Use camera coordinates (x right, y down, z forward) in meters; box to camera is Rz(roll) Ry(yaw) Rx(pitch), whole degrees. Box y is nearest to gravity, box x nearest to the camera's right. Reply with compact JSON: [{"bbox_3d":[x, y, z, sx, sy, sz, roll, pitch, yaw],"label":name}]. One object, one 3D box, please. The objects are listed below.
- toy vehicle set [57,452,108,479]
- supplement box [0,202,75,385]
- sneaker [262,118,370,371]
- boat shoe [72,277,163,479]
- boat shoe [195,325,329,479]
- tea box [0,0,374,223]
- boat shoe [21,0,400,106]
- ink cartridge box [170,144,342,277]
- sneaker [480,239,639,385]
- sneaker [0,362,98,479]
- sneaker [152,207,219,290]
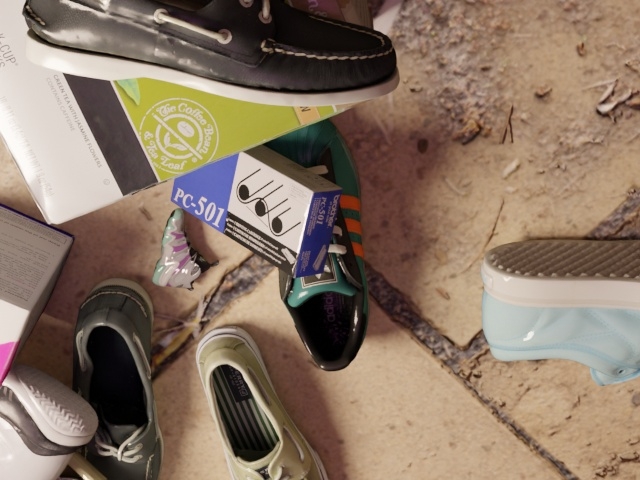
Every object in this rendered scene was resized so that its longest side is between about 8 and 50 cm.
[{"bbox_3d":[-0.376,0.270,1.571,0.267,0.035,0.166,41,95,8],"label":"toy vehicle set"},{"bbox_3d":[-0.351,0.056,1.453,0.114,0.220,0.111,24,109,-8],"label":"supplement box"},{"bbox_3d":[0.000,0.000,1.479,0.108,0.121,0.302,-12,110,5],"label":"sneaker"},{"bbox_3d":[-0.242,0.206,1.573,0.116,0.099,0.320,4,111,-1],"label":"boat shoe"},{"bbox_3d":[-0.072,0.245,1.588,0.109,0.094,0.302,-22,109,9],"label":"boat shoe"},{"bbox_3d":[-0.129,-0.212,1.289,0.323,0.329,0.220,-22,109,9],"label":"tea box"},{"bbox_3d":[-0.084,-0.170,1.069,0.302,0.114,0.091,5,116,-2],"label":"boat shoe"},{"bbox_3d":[-0.071,-0.047,1.433,0.046,0.207,0.097,-9,120,-44],"label":"ink cartridge box"},{"bbox_3d":[0.358,0.087,1.514,0.365,0.135,0.150,5,119,8],"label":"sneaker"},{"bbox_3d":[-0.444,0.197,1.493,0.365,0.137,0.210,27,90,6],"label":"sneaker"},{"bbox_3d":[-0.146,0.012,1.534,0.069,0.038,0.098,14,120,-6],"label":"sneaker"}]
